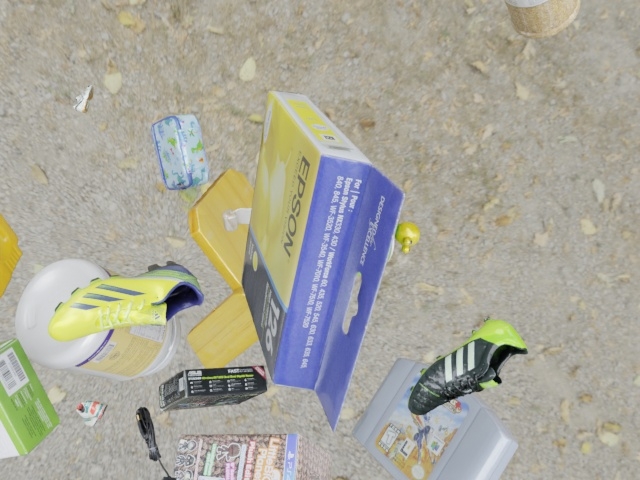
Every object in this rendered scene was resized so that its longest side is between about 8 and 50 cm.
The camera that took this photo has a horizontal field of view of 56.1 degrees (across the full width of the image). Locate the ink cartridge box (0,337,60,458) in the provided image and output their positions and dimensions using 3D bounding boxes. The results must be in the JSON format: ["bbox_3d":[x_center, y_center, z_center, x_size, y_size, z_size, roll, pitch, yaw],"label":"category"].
[{"bbox_3d":[-0.640,0.302,1.097,0.255,0.097,0.188,-14,105,19],"label":"ink cartridge box"}]

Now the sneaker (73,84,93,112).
[{"bbox_3d":[-0.621,-0.374,1.572,0.037,0.032,0.083,11,67,1],"label":"sneaker"}]

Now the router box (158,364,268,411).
[{"bbox_3d":[-0.147,0.202,0.823,0.123,0.092,0.038,6,62,-35],"label":"router box"}]

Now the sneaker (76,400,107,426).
[{"bbox_3d":[-0.705,0.519,1.830,0.075,0.161,0.057,30,52,-17],"label":"sneaker"}]

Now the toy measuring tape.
[{"bbox_3d":[0.000,0.000,0.991,0.330,0.121,0.121,1,87,0],"label":"toy measuring tape"}]

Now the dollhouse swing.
[{"bbox_3d":[-0.237,0.062,1.453,0.305,0.346,0.315,42,121,-13],"label":"dollhouse swing"}]

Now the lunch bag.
[{"bbox_3d":[-0.421,-0.259,1.788,0.090,0.176,0.218,-18,103,-39],"label":"lunch bag"}]

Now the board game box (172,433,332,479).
[{"bbox_3d":[-0.148,0.533,1.359,0.291,0.232,0.141,-6,59,17],"label":"board game box"}]

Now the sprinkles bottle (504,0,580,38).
[{"bbox_3d":[0.314,-0.468,0.934,0.355,0.121,0.121,35,77,-52],"label":"sprinkles bottle"}]

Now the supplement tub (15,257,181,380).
[{"bbox_3d":[-0.497,0.195,1.394,0.241,0.331,0.240,-6,70,17],"label":"supplement tub"}]

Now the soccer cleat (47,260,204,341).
[{"bbox_3d":[-0.346,0.121,1.105,0.289,0.093,0.121,-21,52,-42],"label":"soccer cleat"}]

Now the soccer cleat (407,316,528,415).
[{"bbox_3d":[0.192,0.178,0.797,0.179,0.072,0.060,-42,131,4],"label":"soccer cleat"}]

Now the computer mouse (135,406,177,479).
[{"bbox_3d":[-0.231,0.336,0.850,0.041,0.242,0.071,-14,130,-26],"label":"computer mouse"}]

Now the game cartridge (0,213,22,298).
[{"bbox_3d":[-0.619,0.033,0.971,0.053,0.285,0.323,-4,46,9],"label":"game cartridge"}]

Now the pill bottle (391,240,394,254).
[{"bbox_3d":[0.031,-0.003,1.865,0.363,0.210,0.210,-1,88,-21],"label":"pill bottle"}]

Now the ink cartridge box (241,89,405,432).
[{"bbox_3d":[-0.025,0.011,0.724,0.072,0.307,0.303,3,118,-19],"label":"ink cartridge box"}]

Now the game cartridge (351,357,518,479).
[{"bbox_3d":[0.186,0.327,1.035,0.062,0.297,0.198,30,89,-31],"label":"game cartridge"}]
